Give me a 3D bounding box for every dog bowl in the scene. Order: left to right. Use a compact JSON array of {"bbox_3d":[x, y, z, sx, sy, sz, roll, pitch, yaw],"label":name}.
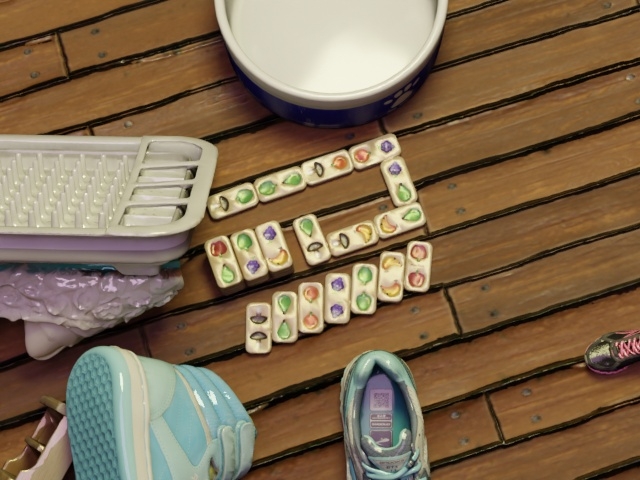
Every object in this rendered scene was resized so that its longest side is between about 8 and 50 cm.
[{"bbox_3d":[0.014,-0.267,1.666,0.264,0.104,0.265,0,75,2],"label":"dog bowl"}]

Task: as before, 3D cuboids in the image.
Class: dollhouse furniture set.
[{"bbox_3d":[-0.386,0.196,1.500,0.242,0.212,0.161,32,78,-18],"label":"dollhouse furniture set"}]

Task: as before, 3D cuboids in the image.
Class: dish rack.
[{"bbox_3d":[-0.283,-0.038,1.554,0.332,0.285,0.072,2,114,0],"label":"dish rack"}]

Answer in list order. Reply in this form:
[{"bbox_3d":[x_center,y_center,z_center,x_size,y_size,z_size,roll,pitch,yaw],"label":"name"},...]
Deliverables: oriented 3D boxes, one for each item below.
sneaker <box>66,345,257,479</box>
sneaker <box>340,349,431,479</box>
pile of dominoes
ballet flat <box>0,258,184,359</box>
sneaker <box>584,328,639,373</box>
[{"bbox_3d":[-0.144,0.269,1.481,0.127,0.208,0.319,-15,74,43],"label":"sneaker"},{"bbox_3d":[0.067,0.249,1.514,0.110,0.122,0.283,-10,75,-1],"label":"sneaker"},{"bbox_3d":[0.000,0.000,1.627,0.251,0.040,0.196,-20,75,-4],"label":"pile of dominoes"},{"bbox_3d":[-0.348,0.062,1.589,0.408,0.147,0.147,4,75,6],"label":"ballet flat"},{"bbox_3d":[0.348,0.114,1.579,0.119,0.057,0.047,-14,77,-1],"label":"sneaker"}]
